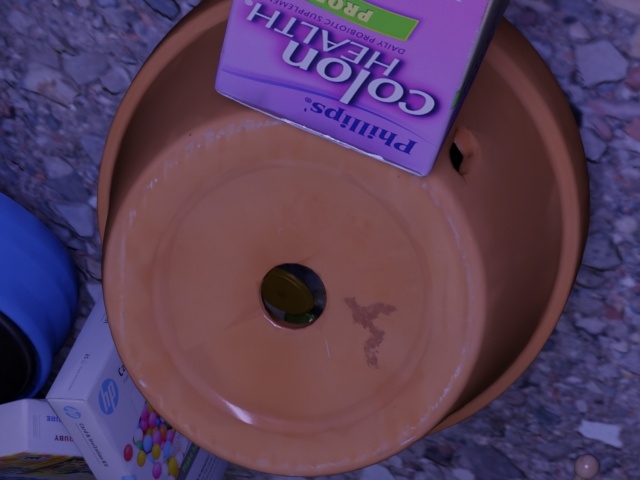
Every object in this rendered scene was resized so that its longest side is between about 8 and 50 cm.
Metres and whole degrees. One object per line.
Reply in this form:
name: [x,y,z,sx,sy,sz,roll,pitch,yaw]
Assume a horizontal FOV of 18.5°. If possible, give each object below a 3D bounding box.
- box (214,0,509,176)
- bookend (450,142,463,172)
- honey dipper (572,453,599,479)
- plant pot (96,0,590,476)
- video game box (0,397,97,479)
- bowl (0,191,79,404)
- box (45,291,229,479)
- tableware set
box: [0.057,-0.196,0.925,0.117,0.213,0.243,22,142,5]
bookend: [0.060,0.006,1.265,0.157,0.072,0.156,27,142,1]
honey dipper: [0.177,0.207,1.465,0.030,0.030,0.161,22,137,6]
plant pot: [0.000,0.000,1.091,0.291,0.203,0.291,3,106,9]
video game box: [-0.224,0.165,1.548,0.205,0.048,0.187,-16,164,41]
bowl: [-0.376,0.039,1.440,0.391,0.077,0.391,5,152,3]
box: [-0.122,0.124,1.442,0.038,0.145,0.186,-2,133,27]
tableware set: [-0.002,0.025,1.363,0.104,0.024,0.154,9,140,31]
